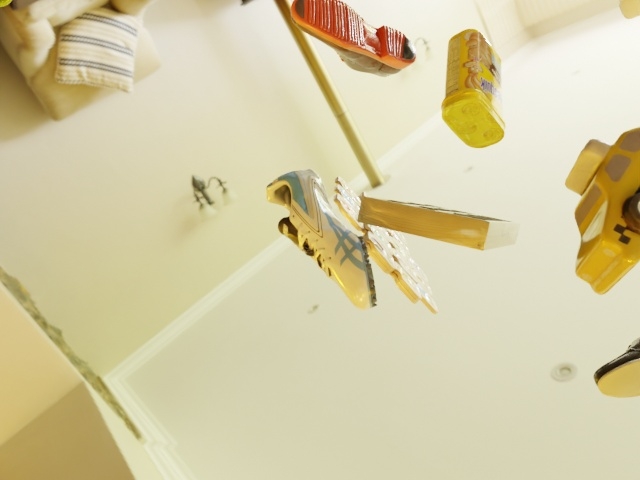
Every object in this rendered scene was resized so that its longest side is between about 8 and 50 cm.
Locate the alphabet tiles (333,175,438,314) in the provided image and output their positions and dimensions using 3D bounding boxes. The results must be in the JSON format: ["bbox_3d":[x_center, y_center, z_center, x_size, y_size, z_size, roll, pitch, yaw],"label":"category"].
[{"bbox_3d":[0.122,0.002,0.925,0.021,0.278,0.284,-39,-165,17],"label":"alphabet tiles"}]

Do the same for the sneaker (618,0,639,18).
[{"bbox_3d":[0.553,-0.376,0.690,0.297,0.111,0.129,-7,167,-4],"label":"sneaker"}]

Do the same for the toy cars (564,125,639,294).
[{"bbox_3d":[0.312,-0.141,0.423,0.176,0.087,0.393,-19,137,-60],"label":"toy cars"}]

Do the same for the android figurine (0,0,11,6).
[{"bbox_3d":[-0.457,-0.297,0.516,0.248,0.273,0.056,-3,146,-27],"label":"android figurine"}]

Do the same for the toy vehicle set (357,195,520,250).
[{"bbox_3d":[0.183,-0.026,0.733,0.166,0.035,0.267,15,-172,27],"label":"toy vehicle set"}]

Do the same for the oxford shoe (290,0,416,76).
[{"bbox_3d":[0.052,-0.375,0.972,0.098,0.271,0.097,-27,-125,54],"label":"oxford shoe"}]

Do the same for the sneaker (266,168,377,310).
[{"bbox_3d":[0.000,0.000,0.653,0.086,0.085,0.237,-23,-127,-12],"label":"sneaker"}]

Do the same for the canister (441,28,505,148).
[{"bbox_3d":[0.266,-0.265,0.878,0.073,0.126,0.170,-17,-128,42],"label":"canister"}]

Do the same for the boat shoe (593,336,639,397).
[{"bbox_3d":[0.355,0.130,0.549,0.133,0.049,0.042,-21,-154,-2],"label":"boat shoe"}]
